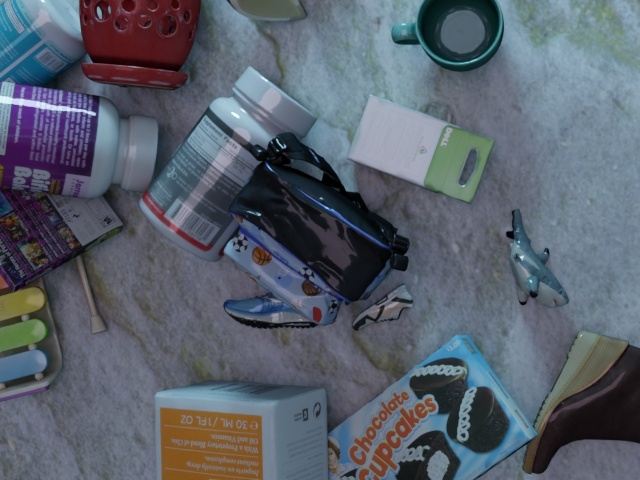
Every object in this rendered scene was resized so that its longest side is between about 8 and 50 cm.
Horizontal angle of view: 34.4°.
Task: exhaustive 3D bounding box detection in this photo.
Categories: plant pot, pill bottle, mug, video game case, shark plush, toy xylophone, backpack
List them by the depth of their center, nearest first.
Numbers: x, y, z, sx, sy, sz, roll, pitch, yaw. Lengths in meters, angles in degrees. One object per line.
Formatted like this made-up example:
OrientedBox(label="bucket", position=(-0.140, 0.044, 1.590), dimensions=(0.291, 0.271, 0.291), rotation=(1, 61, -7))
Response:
OrientedBox(label="backpack", position=(0.000, 0.000, 1.549), dimensions=(0.276, 0.263, 0.213), rotation=(42, 103, 11))
OrientedBox(label="mug", position=(0.204, -0.331, 1.586), dimensions=(0.158, 0.097, 0.129), rotation=(28, 96, 11))
OrientedBox(label="shark plush", position=(0.327, 0.032, 1.604), dimensions=(0.067, 0.073, 0.161), rotation=(-16, 66, -8))
OrientedBox(label="pill bottle", position=(-0.143, -0.122, 1.627), dimensions=(0.161, 0.161, 0.283), rotation=(39, 97, 9))
OrientedBox(label="pill bottle", position=(-0.417, -0.155, 1.637), dimensions=(0.302, 0.169, 0.169), rotation=(7, 92, -16))
OrientedBox(label="plant pot", position=(-0.290, -0.331, 1.641), dimensions=(0.191, 0.191, 0.174), rotation=(6, 95, 11))
OrientedBox(label="video game case", position=(-0.476, -0.062, 1.697), dimensions=(0.210, 0.042, 0.232), rotation=(-33, 82, -28))
OrientedBox(label="pill bottle", position=(-0.520, -0.300, 1.709), dimensions=(0.264, 0.146, 0.146), rotation=(-35, 84, 9))
OrientedBox(label="toy xylophone", position=(-0.504, 0.097, 1.743), dimensions=(0.236, 0.081, 0.322), rotation=(-24, 86, 10))

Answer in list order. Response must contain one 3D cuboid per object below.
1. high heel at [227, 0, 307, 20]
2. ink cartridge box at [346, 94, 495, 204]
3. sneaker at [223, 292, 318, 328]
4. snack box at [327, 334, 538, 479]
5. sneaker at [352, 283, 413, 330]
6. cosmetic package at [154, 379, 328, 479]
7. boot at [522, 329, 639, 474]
OrientedBox(label="high heel", position=(-0.142, -0.450, 1.679), dimensions=(0.261, 0.186, 0.093), rotation=(23, 116, -23))
OrientedBox(label="ink cartridge box", position=(0.158, -0.141, 1.615), dimensions=(0.209, 0.062, 0.108), rotation=(21, 95, 10))
OrientedBox(label="sneaker", position=(-0.077, 0.103, 1.677), dimensions=(0.162, 0.063, 0.073), rotation=(1, 73, 7))
OrientedBox(label="snack box", position=(0.148, 0.312, 1.582), dimensions=(0.322, 0.060, 0.187), rotation=(-41, 71, 19))
OrientedBox(label="sneaker", position=(0.099, 0.115, 1.641), dimensions=(0.109, 0.040, 0.043), rotation=(-35, 86, 10))
OrientedBox(label="cosmetic package", position=(-0.119, 0.456, 1.600), dimensions=(0.230, 0.161, 0.452), rotation=(-2, 91, 30))
OrientedBox(label="boot", position=(0.436, 0.277, 1.548), dimensions=(0.207, 0.090, 0.248), rotation=(27, 92, 12))
